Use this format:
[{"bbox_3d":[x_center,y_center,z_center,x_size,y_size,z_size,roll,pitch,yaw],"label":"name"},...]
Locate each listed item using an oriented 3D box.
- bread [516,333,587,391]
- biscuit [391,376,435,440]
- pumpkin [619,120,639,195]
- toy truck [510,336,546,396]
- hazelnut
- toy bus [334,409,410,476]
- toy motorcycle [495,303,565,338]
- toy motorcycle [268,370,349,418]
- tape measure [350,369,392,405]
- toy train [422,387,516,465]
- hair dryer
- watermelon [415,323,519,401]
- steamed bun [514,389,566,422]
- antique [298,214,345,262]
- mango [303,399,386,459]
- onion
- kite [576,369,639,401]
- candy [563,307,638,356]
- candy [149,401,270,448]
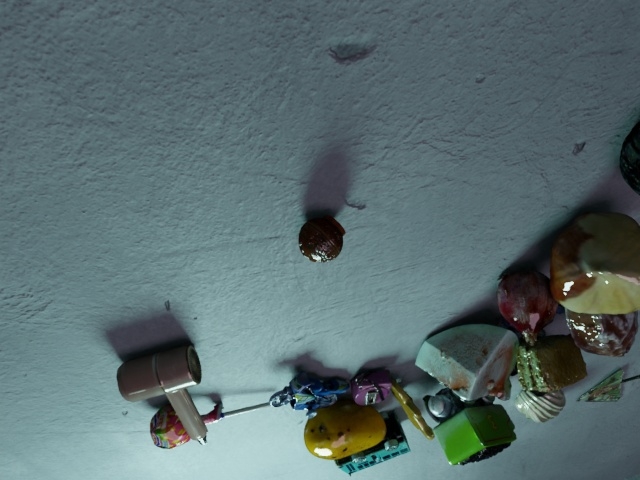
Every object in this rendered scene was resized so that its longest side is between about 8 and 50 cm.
[{"bbox_3d":[0.647,0.343,1.487,0.196,0.138,0.102,-5,167,-32],"label":"bread"},{"bbox_3d":[0.282,0.522,1.670,0.035,0.158,0.240,-36,110,-12],"label":"biscuit"},{"bbox_3d":[0.759,-0.184,1.112,0.233,0.163,0.233,0,135,0],"label":"pumpkin"},{"bbox_3d":[0.658,0.360,1.639,0.165,0.147,0.224,-45,131,-4],"label":"toy truck"},{"bbox_3d":[0.672,0.063,1.253,0.261,0.261,0.241,-34,156,17],"label":"hazelnut"},{"bbox_3d":[0.172,0.706,1.831,0.256,0.128,0.147,-22,137,3],"label":"toy bus"},{"bbox_3d":[0.618,0.216,1.528,0.205,0.076,0.114,-38,123,23],"label":"toy motorcycle"},{"bbox_3d":[-0.027,0.443,1.549,0.254,0.092,0.136,15,119,-39],"label":"toy motorcycle"},{"bbox_3d":[0.153,0.449,1.614,0.118,0.074,0.125,-7,132,-9],"label":"tape measure"},{"bbox_3d":[0.479,0.568,1.685,0.307,0.249,0.173,13,130,-45],"label":"toy train"},{"bbox_3d":[-0.375,0.433,1.378,0.189,0.107,0.344,-16,120,-1],"label":"hair dryer"},{"bbox_3d":[0.457,0.358,1.498,0.319,0.214,0.289,32,129,-5],"label":"watermelon"},{"bbox_3d":[0.805,0.595,1.921,0.182,0.106,0.183,-9,137,-8],"label":"steamed bun"},{"bbox_3d":[0.000,0.000,1.118,0.104,0.104,0.104,-8,135,-8],"label":"antique"},{"bbox_3d":[0.088,0.600,1.689,0.290,0.160,0.191,6,122,-27],"label":"mango"},{"bbox_3d":[0.543,0.177,1.379,0.159,0.195,0.159,4,148,2],"label":"onion"},{"bbox_3d":[1.127,0.578,2.063,0.267,0.013,0.323,-24,137,9],"label":"kite"},{"bbox_3d":[0.787,0.209,1.464,0.289,0.157,0.214,30,75,-38],"label":"candy"},{"bbox_3d":[-0.303,0.509,1.528,0.365,0.124,0.124,-9,135,-17],"label":"candy"}]
